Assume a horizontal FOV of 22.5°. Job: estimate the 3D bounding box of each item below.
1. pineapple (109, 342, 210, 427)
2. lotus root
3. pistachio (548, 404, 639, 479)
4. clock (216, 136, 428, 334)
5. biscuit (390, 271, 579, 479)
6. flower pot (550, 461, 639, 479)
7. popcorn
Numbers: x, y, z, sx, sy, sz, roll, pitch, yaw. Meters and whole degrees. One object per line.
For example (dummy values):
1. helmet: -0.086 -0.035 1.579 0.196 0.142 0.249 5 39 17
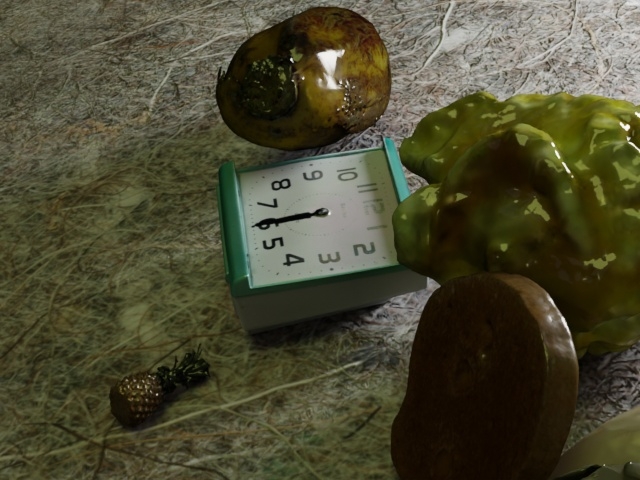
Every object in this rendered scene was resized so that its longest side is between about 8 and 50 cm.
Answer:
1. pineapple: -0.176 0.162 1.805 0.124 0.058 0.058 -25 33 -35
2. lotus root: -0.015 -0.210 2.087 0.196 0.179 0.397 -5 9 18
3. pistachio: 0.302 0.220 1.453 0.238 0.138 0.153 -10 67 21
4. clock: 0.000 0.000 1.917 0.231 0.116 0.262 -10 35 -1
5. biscuit: 0.154 0.156 1.515 0.049 0.257 0.273 10 10 -22
6. flower pot: 0.244 0.294 1.318 0.212 0.202 0.212 -11 30 7
7. popcorn: 0.253 -0.015 1.681 0.335 0.279 0.274 -3 41 44
